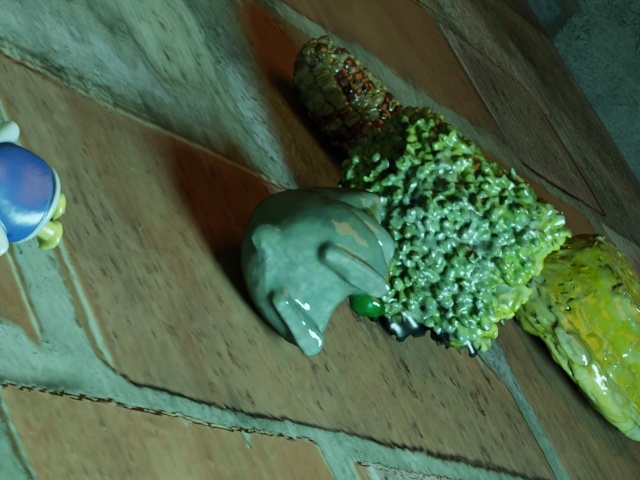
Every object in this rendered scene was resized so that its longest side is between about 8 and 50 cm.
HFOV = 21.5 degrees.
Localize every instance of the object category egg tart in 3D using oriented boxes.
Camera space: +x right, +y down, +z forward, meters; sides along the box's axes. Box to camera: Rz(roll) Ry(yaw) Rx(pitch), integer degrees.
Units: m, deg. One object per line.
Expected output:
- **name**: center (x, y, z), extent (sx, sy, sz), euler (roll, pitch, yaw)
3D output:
- **egg tart**: center (0.357, 0.099, 2.153), extent (0.341, 0.132, 0.341), euler (48, 17, -20)

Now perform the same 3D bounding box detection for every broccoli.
- **broccoli**: center (0.145, -0.032, 1.662), extent (0.242, 0.180, 0.273), euler (49, 39, -3)

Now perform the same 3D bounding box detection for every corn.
- **corn**: center (0.070, -0.101, 1.846), extent (0.290, 0.098, 0.098), euler (47, 18, -11)

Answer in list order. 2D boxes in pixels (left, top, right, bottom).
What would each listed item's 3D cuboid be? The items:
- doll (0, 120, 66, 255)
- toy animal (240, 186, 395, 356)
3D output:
- **doll**: center (-0.213, -0.039, 1.059), extent (0.143, 0.057, 0.099), euler (32, 49, -48)
- **toy animal**: center (0.000, -0.003, 1.456), extent (0.251, 0.125, 0.127), euler (-86, 166, -72)
